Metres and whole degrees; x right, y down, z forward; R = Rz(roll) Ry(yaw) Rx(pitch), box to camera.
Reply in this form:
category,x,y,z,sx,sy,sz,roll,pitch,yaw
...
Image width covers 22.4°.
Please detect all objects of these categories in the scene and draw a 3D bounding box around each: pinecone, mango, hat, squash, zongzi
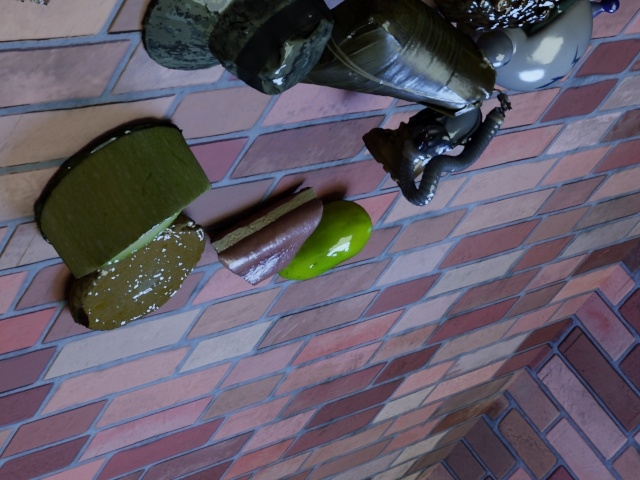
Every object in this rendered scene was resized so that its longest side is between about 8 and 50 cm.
category,x,y,z,sx,sy,sz,roll,pitch,yaw
pinecone,0.213,-0.354,1.936,0.201,0.202,0.229,-56,157,-23
mango,0.002,0.000,2.469,0.163,0.089,0.117,-30,169,12
hat,-0.057,-0.240,1.817,0.265,0.128,0.265,-35,163,-13
squash,-0.227,-0.033,1.973,0.220,0.133,0.220,-36,165,-12
zongzi,0.071,-0.206,1.985,0.241,0.111,0.248,-21,142,38

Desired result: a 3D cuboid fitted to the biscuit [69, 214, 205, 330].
category,x,y,z,sx,sy,sz,roll,pitch,yaw
biscuit,-0.249,0.042,2.192,0.226,0.042,0.226,-33,157,-16

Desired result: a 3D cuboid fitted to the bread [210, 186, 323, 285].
category,x,y,z,sx,sy,sz,roll,pitch,yaw
bread,-0.088,0.003,2.338,0.192,0.067,0.119,-27,149,-32

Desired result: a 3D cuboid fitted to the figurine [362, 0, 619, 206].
category,x,y,z,sx,sy,sz,roll,pitch,yaw
figurine,0.212,-0.243,2.173,0.382,0.261,0.186,-41,114,10

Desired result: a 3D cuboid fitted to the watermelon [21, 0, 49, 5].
category,x,y,z,sx,sy,sz,roll,pitch,yaw
watermelon,-0.299,-0.266,1.457,0.155,0.080,0.101,0,134,-30
